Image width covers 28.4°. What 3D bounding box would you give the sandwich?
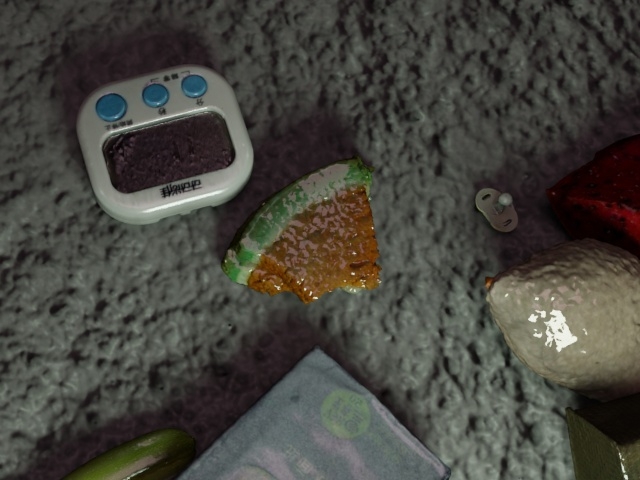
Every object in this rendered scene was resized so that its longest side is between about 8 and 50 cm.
[{"bbox_3d":[-0.014,-0.005,1.964,0.292,0.109,0.212,-17,75,-11],"label":"sandwich"}]

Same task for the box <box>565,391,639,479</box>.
[{"bbox_3d":[0.469,0.367,1.813,0.143,0.184,0.273,-15,102,-12],"label":"box"}]

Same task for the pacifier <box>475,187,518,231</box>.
[{"bbox_3d":[0.293,-0.057,2.035,0.068,0.064,0.083,-30,78,-32],"label":"pacifier"}]

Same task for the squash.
[{"bbox_3d":[-0.332,0.368,1.825,0.340,0.094,0.094,-30,78,-13],"label":"squash"}]

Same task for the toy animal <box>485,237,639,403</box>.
[{"bbox_3d":[0.402,0.113,1.913,0.358,0.188,0.227,27,86,-25],"label":"toy animal"}]

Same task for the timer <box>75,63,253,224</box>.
[{"bbox_3d":[-0.247,-0.150,1.997,0.261,0.087,0.237,-15,74,-10],"label":"timer"}]

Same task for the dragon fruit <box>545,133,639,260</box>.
[{"bbox_3d":[0.582,-0.066,1.978,0.330,0.240,0.302,-41,97,-8],"label":"dragon fruit"}]

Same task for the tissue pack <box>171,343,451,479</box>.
[{"bbox_3d":[-0.045,0.381,1.811,0.288,0.124,0.394,43,66,11],"label":"tissue pack"}]
